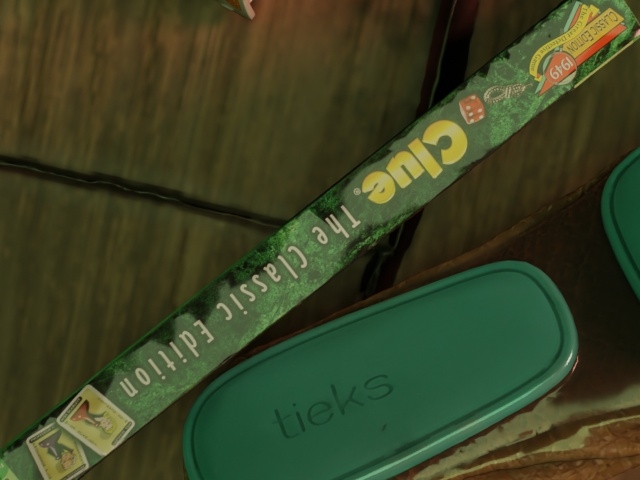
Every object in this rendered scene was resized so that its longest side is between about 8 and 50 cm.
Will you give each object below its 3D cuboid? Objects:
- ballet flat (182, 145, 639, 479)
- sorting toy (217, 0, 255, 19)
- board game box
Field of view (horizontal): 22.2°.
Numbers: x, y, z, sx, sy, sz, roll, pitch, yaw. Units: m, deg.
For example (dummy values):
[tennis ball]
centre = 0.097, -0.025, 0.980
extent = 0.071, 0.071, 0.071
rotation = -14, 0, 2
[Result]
[ballet flat]
centre = 0.116, 0.041, 0.594
extent = 0.342, 0.124, 0.116
rotation = -27, 56, 9
[sorting toy]
centre = -0.045, -0.142, 0.638
extent = 0.075, 0.045, 0.083
rotation = 29, 95, 21
[board game box]
centre = 0.000, 0.000, 0.591
extent = 0.260, 0.136, 0.030
rotation = -38, 93, 6
